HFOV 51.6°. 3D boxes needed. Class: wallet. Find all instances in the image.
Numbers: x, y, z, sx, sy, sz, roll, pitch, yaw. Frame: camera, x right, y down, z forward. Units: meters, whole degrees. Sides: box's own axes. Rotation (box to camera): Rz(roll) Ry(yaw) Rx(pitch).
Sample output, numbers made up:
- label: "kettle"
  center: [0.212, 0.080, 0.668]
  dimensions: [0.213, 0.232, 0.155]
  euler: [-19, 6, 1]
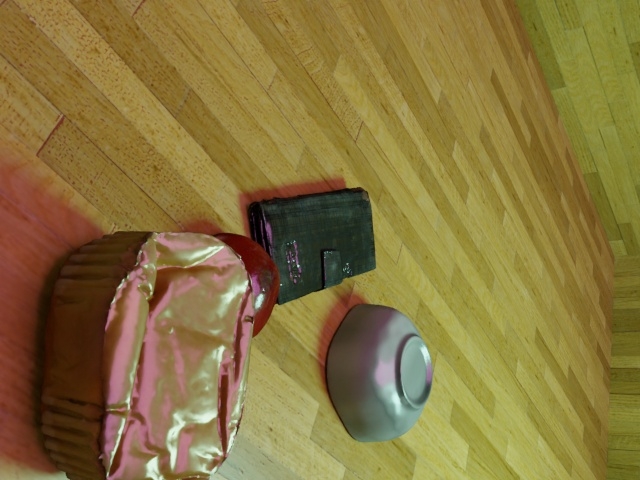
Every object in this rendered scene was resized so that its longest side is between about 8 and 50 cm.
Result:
- label: "wallet"
  center: [0.001, 0.000, 1.145]
  dimensions: [0.317, 0.044, 0.169]
  euler: [-13, 96, -55]

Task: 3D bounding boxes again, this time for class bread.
- label: "bread"
  center: [-0.197, 0.130, 0.742]
  dimensions: [0.204, 0.156, 0.289]
  euler: [7, 81, -47]

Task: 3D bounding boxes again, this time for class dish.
- label: "dish"
  center: [0.128, 0.242, 1.222]
  dimensions: [0.256, 0.117, 0.257]
  euler: [13, 74, -54]

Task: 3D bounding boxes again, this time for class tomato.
- label: "tomato"
  center: [-0.105, 0.066, 0.938]
  dimensions: [0.139, 0.091, 0.159]
  euler: [-46, 123, -47]
